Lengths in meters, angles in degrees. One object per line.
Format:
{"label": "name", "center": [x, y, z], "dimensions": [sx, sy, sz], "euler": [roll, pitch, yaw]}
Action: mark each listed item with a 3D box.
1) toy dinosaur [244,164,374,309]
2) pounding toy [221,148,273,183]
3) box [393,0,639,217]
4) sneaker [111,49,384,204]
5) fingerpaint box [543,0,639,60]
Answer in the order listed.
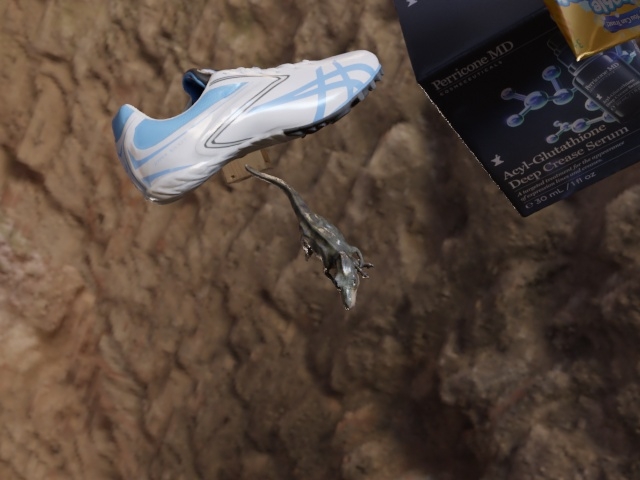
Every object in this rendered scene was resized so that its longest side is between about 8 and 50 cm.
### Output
{"label": "toy dinosaur", "center": [0.000, 0.000, 1.346], "dimensions": [0.064, 0.118, 0.268], "euler": [-40, -130, -1]}
{"label": "pounding toy", "center": [-0.154, -0.162, 1.771], "dimensions": [0.141, 0.100, 0.130], "euler": [-49, 117, -84]}
{"label": "box", "center": [0.348, -0.270, 1.681], "dimensions": [0.293, 0.395, 0.212], "euler": [-28, -135, 20]}
{"label": "sneaker", "center": [-0.049, -0.107, 0.815], "dimensions": [0.237, 0.086, 0.085], "euler": [-28, -176, -29]}
{"label": "fingerpaint box", "center": [0.371, -0.440, 1.189], "dimensions": [0.163, 0.371, 0.445], "euler": [-36, -170, -20]}
